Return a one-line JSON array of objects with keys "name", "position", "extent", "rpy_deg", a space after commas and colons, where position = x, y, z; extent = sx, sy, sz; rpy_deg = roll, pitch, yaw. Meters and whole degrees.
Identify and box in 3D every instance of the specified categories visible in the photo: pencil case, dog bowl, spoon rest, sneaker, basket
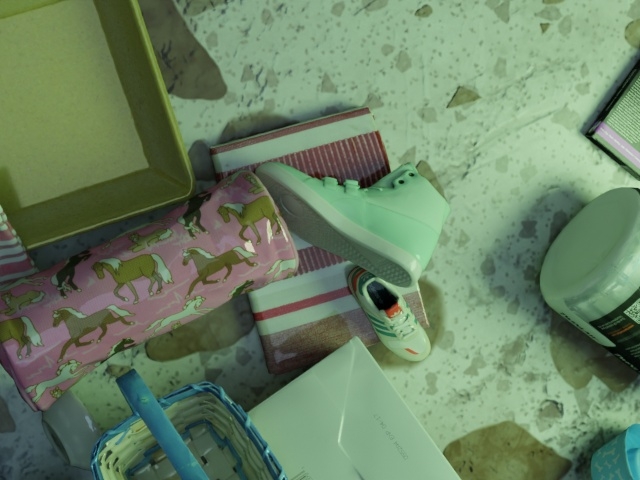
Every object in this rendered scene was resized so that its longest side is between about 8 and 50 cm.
[{"name": "pencil case", "position": [-0.212, 0.055, 1.221], "extent": [0.386, 0.167, 0.160], "rpy_deg": [-28, 113, -12]}, {"name": "dog bowl", "position": [0.506, 0.408, 1.472], "extent": [0.074, 0.166, 0.297], "rpy_deg": [-31, 107, 32]}, {"name": "spoon rest", "position": [-0.293, 0.297, 1.315], "extent": [0.084, 0.137, 0.276], "rpy_deg": [-29, 118, -29]}, {"name": "sneaker", "position": [0.047, -0.059, 1.321], "extent": [0.256, 0.094, 0.151], "rpy_deg": [31, 61, 5]}, {"name": "sneaker", "position": [0.097, 0.105, 1.342], "extent": [0.057, 0.075, 0.161], "rpy_deg": [-36, 100, -3]}, {"name": "basket", "position": [-0.144, 0.290, 1.150], "extent": [0.201, 0.289, 0.254], "rpy_deg": [-29, 69, -19]}]

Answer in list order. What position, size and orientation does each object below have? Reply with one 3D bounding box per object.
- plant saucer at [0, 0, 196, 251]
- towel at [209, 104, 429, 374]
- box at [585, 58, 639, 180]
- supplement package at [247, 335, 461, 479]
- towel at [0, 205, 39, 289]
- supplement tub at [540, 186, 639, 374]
[{"name": "plant saucer", "position": [-0.363, -0.165, 1.248], "extent": [0.333, 0.081, 0.332], "rpy_deg": [-19, 101, -10]}, {"name": "towel", "position": [0.000, 0.000, 1.371], "extent": [0.237, 0.037, 0.328], "rpy_deg": [-16, 99, -8]}, {"name": "box", "position": [0.477, -0.183, 1.449], "extent": [0.116, 0.029, 0.162], "rpy_deg": [36, 90, -15]}, {"name": "supplement package", "position": [0.044, 0.300, 1.308], "extent": [0.204, 0.145, 0.261], "rpy_deg": [-34, 72, -6]}, {"name": "towel", "position": [-0.430, 0.026, 1.194], "extent": [0.144, 0.029, 0.197], "rpy_deg": [-22, 131, -6]}, {"name": "supplement tub", "position": [0.496, 0.095, 1.399], "extent": [0.338, 0.207, 0.207], "rpy_deg": [36, 89, -14]}]
